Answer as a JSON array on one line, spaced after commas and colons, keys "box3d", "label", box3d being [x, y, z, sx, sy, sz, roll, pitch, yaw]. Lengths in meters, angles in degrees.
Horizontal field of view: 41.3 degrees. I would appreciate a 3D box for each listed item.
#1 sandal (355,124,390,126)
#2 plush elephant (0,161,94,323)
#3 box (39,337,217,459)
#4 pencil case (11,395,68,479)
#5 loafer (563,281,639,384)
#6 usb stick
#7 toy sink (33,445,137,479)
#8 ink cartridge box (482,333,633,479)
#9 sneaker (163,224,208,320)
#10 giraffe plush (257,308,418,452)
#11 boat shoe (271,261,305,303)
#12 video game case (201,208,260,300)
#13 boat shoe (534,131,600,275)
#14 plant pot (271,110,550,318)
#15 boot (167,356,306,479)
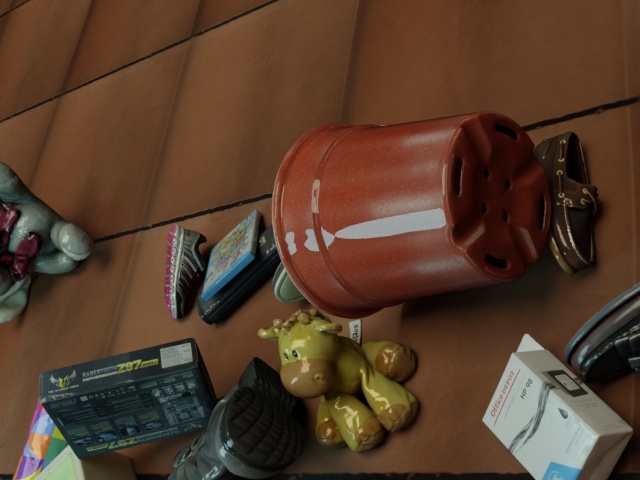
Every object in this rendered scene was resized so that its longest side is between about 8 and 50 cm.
[{"box3d": [0.070, -0.145, 1.345, 0.265, 0.102, 0.076, -7, 63, 41], "label": "sandal"}, {"box3d": [-0.666, 0.021, 1.786, 0.255, 0.272, 0.330, -51, 12, -15], "label": "plush elephant"}, {"box3d": [-0.282, 0.242, 1.286, 0.232, 0.183, 0.059, -13, 49, -3], "label": "box"}, {"box3d": [-0.478, 0.363, 1.518, 0.104, 0.104, 0.236, -6, 59, 39], "label": "pencil case"}, {"box3d": [0.407, 0.075, 0.908, 0.302, 0.109, 0.095, -36, 50, 15], "label": "loafer"}, {"box3d": [-0.104, 0.032, 1.428, 0.278, 0.045, 0.077, -43, 40, 13], "label": "usb stick"}, {"box3d": [-0.370, 0.459, 1.331, 0.153, 0.131, 0.234, -44, 44, 12], "label": "toy sink"}, {"box3d": [0.253, 0.198, 0.966, 0.180, 0.060, 0.104, 47, 129, 47], "label": "ink cartridge box"}, {"box3d": [-0.237, 0.058, 1.519, 0.063, 0.074, 0.171, 172, 102, -68], "label": "sneaker"}, {"box3d": [0.013, 0.166, 1.147, 0.181, 0.170, 0.210, -36, 46, 19], "label": "giraffe plush"}, {"box3d": [0.000, 0.000, 1.336, 0.228, 0.081, 0.068, -49, 40, -4], "label": "boat shoe"}, {"box3d": [-0.151, 0.022, 1.449, 0.119, 0.015, 0.166, -41, 21, 18], "label": "video game case"}, {"box3d": [0.318, -0.055, 1.088, 0.073, 0.073, 0.207, -28, 49, 30], "label": "boat shoe"}, {"box3d": [0.126, -0.040, 1.077, 0.265, 0.272, 0.272, -8, 59, 48], "label": "plant pot"}, {"box3d": [-0.130, 0.303, 1.154, 0.223, 0.118, 0.338, -50, 0, 5], "label": "boot"}]
